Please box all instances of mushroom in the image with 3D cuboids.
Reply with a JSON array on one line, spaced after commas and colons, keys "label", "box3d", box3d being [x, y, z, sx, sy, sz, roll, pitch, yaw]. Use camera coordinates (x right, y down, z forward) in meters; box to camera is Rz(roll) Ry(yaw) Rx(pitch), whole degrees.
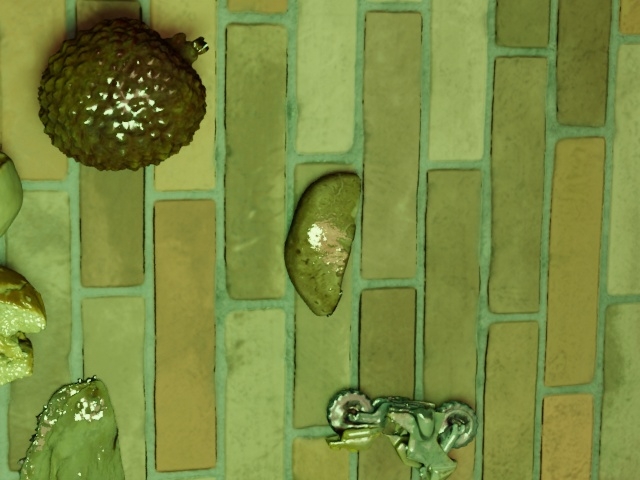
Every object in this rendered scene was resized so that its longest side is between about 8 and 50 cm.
[{"label": "mushroom", "box3d": [0.000, 0.001, 1.717, 0.094, 0.072, 0.209, 16, 94, -9]}]

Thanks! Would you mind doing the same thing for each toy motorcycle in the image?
[{"label": "toy motorcycle", "box3d": [0.117, 0.289, 1.784, 0.229, 0.094, 0.129, 8, 97, -12]}]

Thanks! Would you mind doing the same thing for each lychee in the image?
[{"label": "lychee", "box3d": [-0.243, -0.188, 1.561, 0.238, 0.200, 0.200, -38, 106, -14]}]

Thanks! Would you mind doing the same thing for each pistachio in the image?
[{"label": "pistachio", "box3d": [-0.442, -0.050, 1.512, 0.144, 0.215, 0.143, 1, 110, 4]}]

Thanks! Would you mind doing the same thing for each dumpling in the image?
[{"label": "dumpling", "box3d": [-0.331, 0.363, 1.669, 0.166, 0.086, 0.332, -16, 98, -16]}]

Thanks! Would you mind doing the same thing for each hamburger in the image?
[{"label": "hamburger", "box3d": [-0.487, 0.077, 1.543, 0.283, 0.156, 0.143, 13, 114, -13]}]
